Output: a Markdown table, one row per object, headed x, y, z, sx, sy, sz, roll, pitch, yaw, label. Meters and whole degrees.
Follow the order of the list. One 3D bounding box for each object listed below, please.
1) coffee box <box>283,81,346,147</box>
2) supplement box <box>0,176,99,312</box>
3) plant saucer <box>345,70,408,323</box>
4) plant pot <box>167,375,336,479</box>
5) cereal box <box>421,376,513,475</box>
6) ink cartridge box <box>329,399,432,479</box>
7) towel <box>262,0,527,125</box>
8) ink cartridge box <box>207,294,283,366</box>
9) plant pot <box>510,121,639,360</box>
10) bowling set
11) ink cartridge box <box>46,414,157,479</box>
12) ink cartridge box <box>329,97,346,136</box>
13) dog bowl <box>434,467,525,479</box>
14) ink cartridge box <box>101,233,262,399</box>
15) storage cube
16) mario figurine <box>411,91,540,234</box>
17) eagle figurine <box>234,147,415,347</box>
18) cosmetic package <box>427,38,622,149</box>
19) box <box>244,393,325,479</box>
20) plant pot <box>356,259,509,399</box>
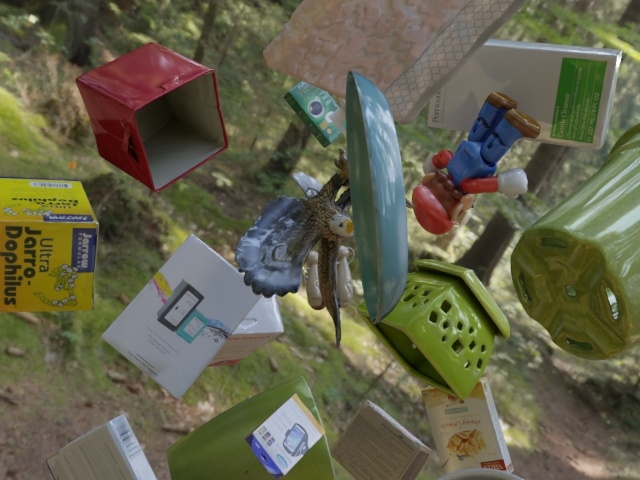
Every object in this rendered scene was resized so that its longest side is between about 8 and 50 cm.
| x | y | z | sx | sy | sz | roll | pitch | yaw | label |
| --- | --- | --- | --- | --- | --- | --- | --- | --- | --- |
| -0.007 | -0.361 | 2.039 | 0.184 | 0.040 | 0.113 | 49 | 56 | -9 | coffee box |
| -0.602 | -0.002 | 1.583 | 0.195 | 0.194 | 0.356 | 0 | 18 | -24 | supplement box |
| 0.069 | -0.055 | 0.930 | 0.043 | 0.318 | 0.318 | -6 | 20 | -1 | plant saucer |
| -0.143 | 0.441 | 1.450 | 0.293 | 0.275 | 0.275 | -14 | 30 | -11 | plant pot |
| 0.363 | 0.472 | 1.825 | 0.047 | 0.173 | 0.240 | -10 | 82 | -56 | cereal box |
| 0.167 | 0.598 | 2.068 | 0.234 | 0.193 | 0.088 | 34 | -3 | 43 | ink cartridge box |
| 0.129 | -0.327 | 1.070 | 0.317 | 0.332 | 0.053 | 15 | 41 | -44 | towel |
| -0.266 | 0.232 | 1.911 | 0.226 | 0.306 | 0.131 | 2 | 63 | -34 | ink cartridge box |
| 0.391 | 0.014 | 0.925 | 0.253 | 0.276 | 0.276 | -27 | 46 | -23 | plant pot |
| 0.020 | 0.103 | 2.014 | 0.287 | 0.154 | 0.199 | 10 | -19 | -40 | bowling set |
| -0.371 | 0.445 | 1.300 | 0.045 | 0.224 | 0.223 | -22 | 82 | -55 | ink cartridge box |
| 0.114 | -0.319 | 1.695 | 0.104 | 0.181 | 0.061 | 52 | -5 | 21 | ink cartridge box |
| 0.205 | 0.430 | 0.918 | 0.104 | 0.265 | 0.265 | 48 | 3 | -35 | dog bowl |
| -0.287 | 0.158 | 1.525 | 0.197 | 0.270 | 0.198 | 40 | -17 | -5 | ink cartridge box |
| -0.321 | -0.241 | 1.407 | 0.193 | 0.184 | 0.215 | 31 | 53 | 33 | storage cube |
| 0.318 | -0.141 | 1.518 | 0.170 | 0.321 | 0.198 | 32 | 27 | -9 | mario figurine |
| 0.001 | -0.001 | 1.265 | 0.226 | 0.298 | 0.225 | 27 | -8 | 11 | eagle figurine |
| 0.429 | -0.321 | 1.560 | 0.365 | 0.197 | 0.155 | 10 | 21 | 23 | cosmetic package |
| -0.058 | 0.309 | 1.146 | 0.081 | 0.028 | 0.136 | 52 | 41 | 5 | box |
| 0.253 | 0.172 | 1.578 | 0.227 | 0.207 | 0.228 | 51 | -14 | -20 | plant pot |
